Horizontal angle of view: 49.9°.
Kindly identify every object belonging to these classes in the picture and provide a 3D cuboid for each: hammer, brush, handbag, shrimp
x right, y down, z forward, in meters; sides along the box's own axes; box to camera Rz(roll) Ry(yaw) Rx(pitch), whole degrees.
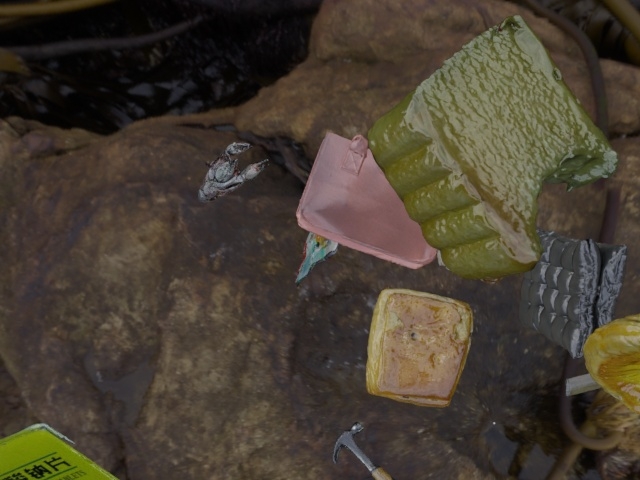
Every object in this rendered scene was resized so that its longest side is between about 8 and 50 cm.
[{"bbox_3d":[0.095,0.391,1.144,0.078,0.021,0.201,-39,48,-15],"label":"hammer"},{"bbox_3d":[0.613,0.278,1.420,0.248,0.036,0.043,-9,92,-20],"label":"brush"},{"bbox_3d":[0.083,-0.060,1.013,0.213,0.059,0.157,21,76,-2],"label":"handbag"},{"bbox_3d":[-0.086,-0.065,0.636,0.092,0.029,0.038,-24,97,34],"label":"shrimp"}]

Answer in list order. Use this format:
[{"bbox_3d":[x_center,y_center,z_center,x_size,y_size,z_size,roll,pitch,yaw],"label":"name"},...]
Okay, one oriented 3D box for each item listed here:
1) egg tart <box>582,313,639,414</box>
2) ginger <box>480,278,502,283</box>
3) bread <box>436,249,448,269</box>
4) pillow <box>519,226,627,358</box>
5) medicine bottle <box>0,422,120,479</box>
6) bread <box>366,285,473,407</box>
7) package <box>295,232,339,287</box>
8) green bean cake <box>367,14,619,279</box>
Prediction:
[{"bbox_3d":[0.534,0.184,0.959,0.319,0.319,0.128,30,71,19],"label":"egg tart"},{"bbox_3d":[0.447,-0.041,1.841,0.172,0.165,0.321,38,55,-17],"label":"ginger"},{"bbox_3d":[0.191,-0.016,0.915,0.043,0.062,0.109,26,72,24],"label":"bread"},{"bbox_3d":[0.492,0.094,1.375,0.101,0.326,0.228,5,96,-3],"label":"pillow"},{"bbox_3d":[-0.218,0.277,0.573,0.250,0.137,0.141,17,109,32],"label":"medicine bottle"},{"bbox_3d":[0.204,0.224,1.428,0.211,0.099,0.235,10,88,0],"label":"bread"},{"bbox_3d":[0.000,0.000,1.534,0.040,0.232,0.166,25,60,-16],"label":"package"},{"bbox_3d":[0.191,-0.096,0.769,0.236,0.124,0.233,-41,97,-31],"label":"green bean cake"}]
